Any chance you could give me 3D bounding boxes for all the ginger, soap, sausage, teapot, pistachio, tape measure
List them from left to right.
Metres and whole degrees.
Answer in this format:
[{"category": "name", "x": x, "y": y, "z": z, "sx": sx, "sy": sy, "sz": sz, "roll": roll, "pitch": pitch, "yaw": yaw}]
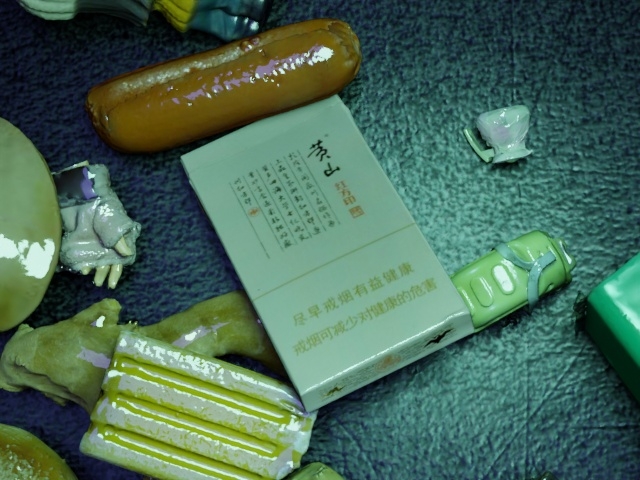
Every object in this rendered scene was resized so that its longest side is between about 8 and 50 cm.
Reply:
[{"category": "pistachio", "x": -0.383, "y": -0.021, "z": 1.849, "sx": 0.212, "sy": 0.163, "sz": 0.260, "roll": 0, "pitch": 76, "yaw": 17}, {"category": "ginger", "x": -0.159, "y": 0.145, "z": 1.842, "sx": 0.348, "sy": 0.122, "sz": 0.363, "roll": 38, "pitch": 94, "yaw": -2}, {"category": "soap", "x": -0.128, "y": 0.197, "z": 1.759, "sx": 0.232, "sy": 0.073, "sz": 0.140, "roll": 18, "pitch": 90, "yaw": -1}, {"category": "sausage", "x": -0.113, "y": -0.175, "z": 1.876, "sx": 0.330, "sy": 0.102, "sz": 0.102, "roll": -17, "pitch": 81, "yaw": 8}, {"category": "teapot", "x": 0.210, "y": -0.120, "z": 1.905, "sx": 0.083, "sy": 0.064, "sz": 0.064, "roll": -14, "pitch": 88, "yaw": 32}, {"category": "tape measure", "x": 0.210, "y": 0.048, "z": 1.824, "sx": 0.154, "sy": 0.177, "sz": 0.087, "roll": -28, "pitch": 81, "yaw": 9}]

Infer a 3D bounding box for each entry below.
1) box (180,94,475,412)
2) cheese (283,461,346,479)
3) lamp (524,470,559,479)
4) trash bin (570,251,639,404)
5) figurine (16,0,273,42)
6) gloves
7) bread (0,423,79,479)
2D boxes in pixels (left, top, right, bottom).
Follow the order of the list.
[{"category": "box", "x": 0.000, "y": 0.000, "z": 1.809, "sx": 0.204, "sy": 0.051, "sz": 0.365, "roll": -26, "pitch": 55, "yaw": -5}, {"category": "cheese", "x": -0.005, "y": 0.415, "z": 1.759, "sx": 0.259, "sy": 0.128, "sz": 0.316, "roll": -32, "pitch": 88, "yaw": -31}, {"category": "lamp", "x": 0.304, "y": 0.367, "z": 1.795, "sx": 0.118, "sy": 0.118, "sz": 0.253, "roll": -44, "pitch": 84, "yaw": -5}, {"category": "trash bin", "x": 0.473, "y": 0.164, "z": 1.759, "sx": 0.259, "sy": 0.295, "sz": 0.381, "roll": -36, "pitch": 72, "yaw": -3}, {"category": "figurine", "x": -0.222, "y": -0.314, "z": 1.883, "sx": 0.332, "sy": 0.185, "sz": 0.204, "roll": 31, "pitch": 59, "yaw": 7}, {"category": "gloves", "x": -0.264, "y": -0.021, "z": 1.882, "sx": 0.110, "sy": 0.094, "sz": 0.144, "roll": 3, "pitch": 98, "yaw": 6}, {"category": "bread", "x": -0.399, "y": 0.347, "z": 1.797, "sx": 0.305, "sy": 0.159, "sz": 0.305, "roll": 0, "pitch": 82, "yaw": 0}]
